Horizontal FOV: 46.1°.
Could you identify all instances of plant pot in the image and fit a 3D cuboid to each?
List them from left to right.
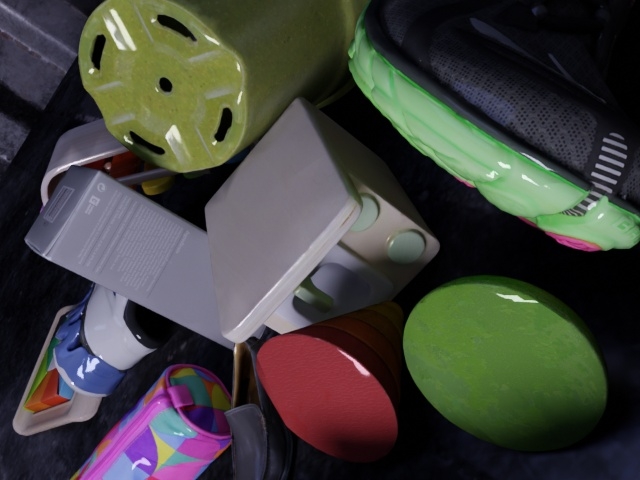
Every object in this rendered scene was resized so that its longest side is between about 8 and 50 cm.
[{"bbox_3d":[-0.104,-0.207,0.786,0.276,0.276,0.254,-28,19,39],"label":"plant pot"}]

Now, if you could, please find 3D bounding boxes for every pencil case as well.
[{"bbox_3d":[-0.183,0.229,0.750,0.236,0.104,0.104,-47,33,15],"label":"pencil case"}]

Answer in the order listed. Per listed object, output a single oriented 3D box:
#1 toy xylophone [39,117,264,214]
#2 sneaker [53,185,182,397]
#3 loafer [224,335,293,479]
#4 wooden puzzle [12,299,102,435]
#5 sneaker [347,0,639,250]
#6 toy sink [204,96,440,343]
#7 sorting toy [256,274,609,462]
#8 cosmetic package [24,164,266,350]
[{"bbox_3d":[-0.221,-0.101,0.957,0.323,0.081,0.236,-13,34,9],"label":"toy xylophone"},{"bbox_3d":[-0.214,0.035,0.962,0.182,0.127,0.315,-27,42,26],"label":"sneaker"},{"bbox_3d":[-0.063,0.165,0.673,0.062,0.061,0.170,-33,39,33],"label":"loafer"},{"bbox_3d":[-0.371,0.170,1.116,0.239,0.044,0.221,-21,46,44],"label":"wooden puzzle"},{"bbox_3d":[0.143,-0.187,0.545,0.202,0.185,0.483,-46,27,34],"label":"sneaker"},{"bbox_3d":[0.000,0.000,0.670,0.153,0.131,0.234,-48,27,14],"label":"toy sink"},{"bbox_3d":[0.119,0.057,0.514,0.365,0.127,0.126,-20,17,41],"label":"sorting toy"},{"bbox_3d":[-0.167,0.022,0.781,0.107,0.238,0.127,-60,28,-10],"label":"cosmetic package"}]
